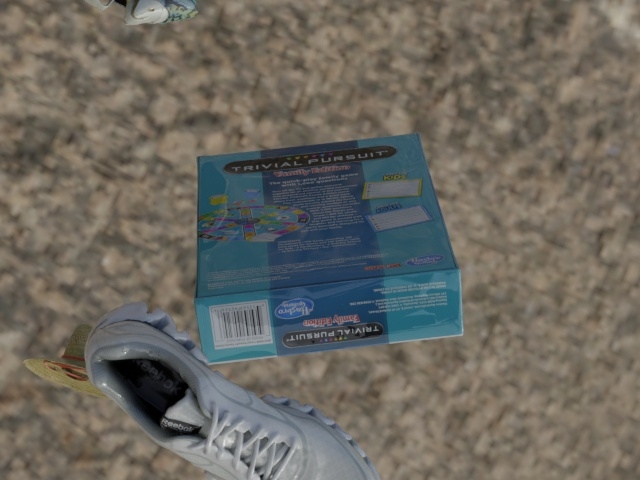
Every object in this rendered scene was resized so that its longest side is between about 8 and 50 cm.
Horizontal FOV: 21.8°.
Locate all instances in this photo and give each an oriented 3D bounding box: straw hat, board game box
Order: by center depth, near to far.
[{"bbox_3d":[0.000,0.000,1.724,0.254,0.336,0.079,-6,116,-1],"label":"board game box"},{"bbox_3d":[-0.235,0.119,1.729,0.144,0.144,0.061,32,65,-46],"label":"straw hat"}]

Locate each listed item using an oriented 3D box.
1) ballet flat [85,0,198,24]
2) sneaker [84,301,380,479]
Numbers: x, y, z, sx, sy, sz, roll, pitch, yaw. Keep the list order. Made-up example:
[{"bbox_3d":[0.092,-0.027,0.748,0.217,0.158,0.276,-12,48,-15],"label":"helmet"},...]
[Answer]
[{"bbox_3d":[-0.232,-0.286,1.934,0.188,0.070,0.070,24,90,-21],"label":"ballet flat"},{"bbox_3d":[-0.080,0.163,1.413,0.110,0.292,0.118,-58,-179,2],"label":"sneaker"}]
